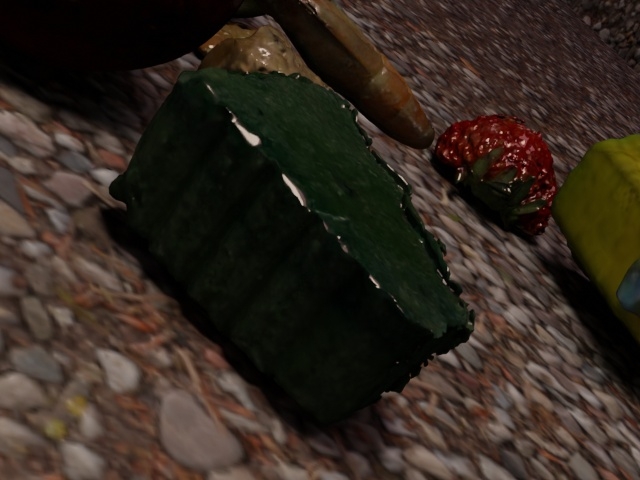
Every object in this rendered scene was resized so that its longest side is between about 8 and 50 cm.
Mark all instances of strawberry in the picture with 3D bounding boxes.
[{"bbox_3d":[0.190,-0.074,1.169,0.192,0.085,0.140,18,27,-45],"label":"strawberry"}]

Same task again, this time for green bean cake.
[{"bbox_3d":[0.000,0.000,0.683,0.208,0.107,0.193,46,19,15],"label":"green bean cake"}]

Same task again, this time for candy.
[{"bbox_3d":[-0.040,-0.108,0.884,0.110,0.085,0.095,47,29,-10],"label":"candy"}]

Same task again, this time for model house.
[{"bbox_3d":[0.362,0.034,1.063,0.303,0.215,0.237,20,29,-32],"label":"model house"}]

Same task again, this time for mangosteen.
[{"bbox_3d":[-0.142,-0.210,0.774,0.215,0.215,0.257,37,-7,-4],"label":"mangosteen"}]

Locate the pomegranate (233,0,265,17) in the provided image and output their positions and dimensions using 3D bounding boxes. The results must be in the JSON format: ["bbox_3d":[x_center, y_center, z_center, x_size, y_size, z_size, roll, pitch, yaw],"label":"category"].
[{"bbox_3d":[-0.105,-0.282,1.028,0.209,0.180,0.180,2,16,14],"label":"pomegranate"}]

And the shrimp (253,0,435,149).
[{"bbox_3d":[0.002,-0.155,0.945,0.251,0.052,0.143,47,-7,-37],"label":"shrimp"}]

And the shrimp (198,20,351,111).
[{"bbox_3d":[-0.039,-0.133,0.984,0.184,0.043,0.091,38,28,16],"label":"shrimp"}]
